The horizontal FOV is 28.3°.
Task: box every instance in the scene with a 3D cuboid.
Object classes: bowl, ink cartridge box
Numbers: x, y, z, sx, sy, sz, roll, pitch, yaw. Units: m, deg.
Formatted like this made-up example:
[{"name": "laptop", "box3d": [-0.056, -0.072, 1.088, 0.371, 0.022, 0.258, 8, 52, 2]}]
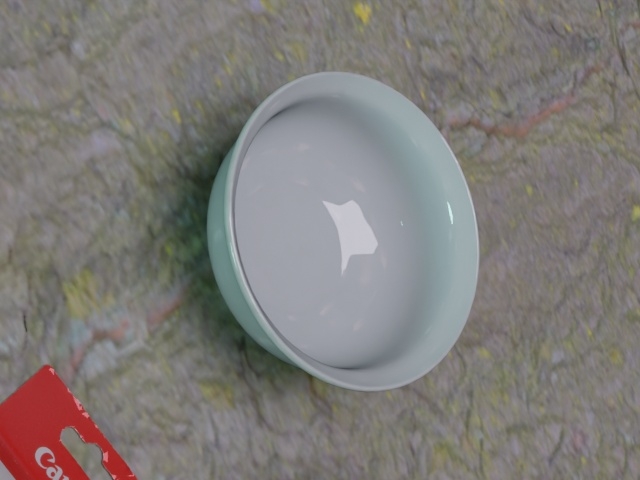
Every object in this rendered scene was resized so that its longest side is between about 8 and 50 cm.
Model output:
[{"name": "bowl", "box3d": [0.000, 0.000, 1.204, 0.298, 0.134, 0.297, 9, 74, -37]}, {"name": "ink cartridge box", "box3d": [-0.236, 0.235, 1.024, 0.225, 0.056, 0.181, -44, 108, -33]}]
